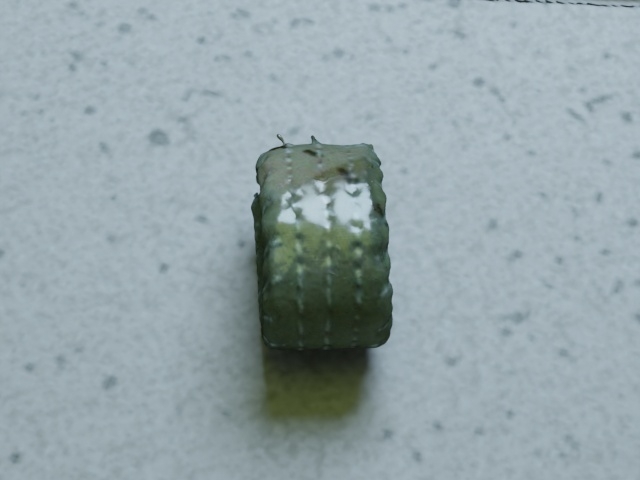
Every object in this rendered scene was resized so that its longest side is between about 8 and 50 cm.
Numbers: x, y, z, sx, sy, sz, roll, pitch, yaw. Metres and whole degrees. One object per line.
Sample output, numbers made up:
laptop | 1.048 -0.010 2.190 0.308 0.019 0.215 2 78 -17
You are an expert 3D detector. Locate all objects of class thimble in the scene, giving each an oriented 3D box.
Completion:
thimble | 0.000 0.000 0.913 0.062 0.084 0.110 -2 58 -5
